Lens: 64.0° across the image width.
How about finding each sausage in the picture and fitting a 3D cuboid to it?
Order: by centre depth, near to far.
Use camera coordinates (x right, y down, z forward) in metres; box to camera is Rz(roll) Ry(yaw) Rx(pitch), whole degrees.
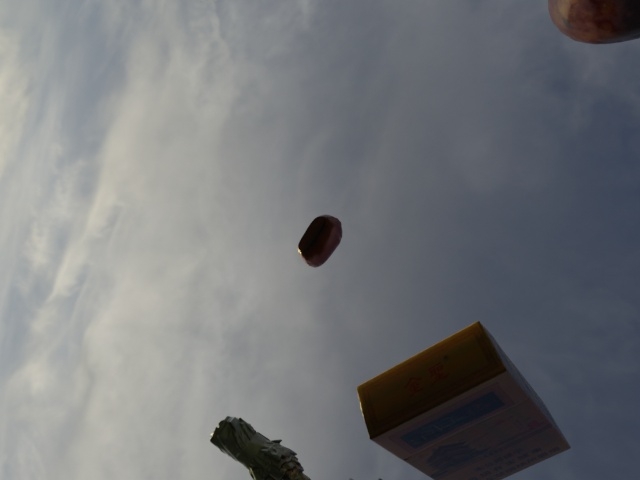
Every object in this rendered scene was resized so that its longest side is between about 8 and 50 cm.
[{"bbox_3d":[0.000,0.000,0.872,0.094,0.054,0.059,-56,-144,-2],"label":"sausage"}]

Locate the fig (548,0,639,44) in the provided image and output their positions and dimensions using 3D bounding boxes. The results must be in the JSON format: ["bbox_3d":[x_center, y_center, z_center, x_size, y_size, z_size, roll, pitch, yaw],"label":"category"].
[{"bbox_3d":[0.300,-0.289,0.407,0.290,0.190,0.190,-32,-126,-7],"label":"fig"}]

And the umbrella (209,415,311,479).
[{"bbox_3d":[-0.071,0.272,0.642,0.144,0.067,0.062,29,-123,19],"label":"umbrella"}]

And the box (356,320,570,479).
[{"bbox_3d":[0.191,0.231,0.660,0.174,0.274,0.076,-34,-140,14],"label":"box"}]

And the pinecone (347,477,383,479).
[{"bbox_3d":[0.040,0.315,0.459,0.179,0.150,0.195,-2,-129,55],"label":"pinecone"}]
